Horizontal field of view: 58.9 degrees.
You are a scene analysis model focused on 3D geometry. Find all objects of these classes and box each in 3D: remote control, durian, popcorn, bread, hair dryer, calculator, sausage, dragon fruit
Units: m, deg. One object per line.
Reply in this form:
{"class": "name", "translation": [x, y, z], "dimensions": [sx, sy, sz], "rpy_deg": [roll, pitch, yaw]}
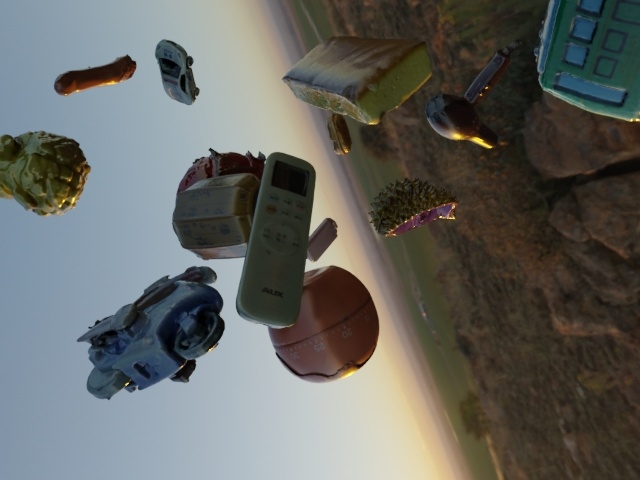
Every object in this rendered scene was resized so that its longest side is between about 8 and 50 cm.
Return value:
{"class": "remote control", "translation": [-0.060, -0.010, 0.830], "dimensions": [0.038, 0.090, 0.310], "rpy_deg": [120, 162, -50]}
{"class": "durian", "translation": [0.270, -0.114, 1.692], "dimensions": [0.186, 0.260, 0.154], "rpy_deg": [49, 155, 23]}
{"class": "popcorn", "translation": [-0.750, -0.184, 1.531], "dimensions": [0.270, 0.224, 0.258], "rpy_deg": [35, -169, 20]}
{"class": "bread", "translation": [0.048, -0.276, 1.472], "dimensions": [0.083, 0.044, 0.111], "rpy_deg": [-58, -47, -64]}
{"class": "bread", "translation": [0.051, -0.285, 0.979], "dimensions": [0.077, 0.138, 0.361], "rpy_deg": [53, 176, -29]}
{"class": "hair dryer", "translation": [0.503, -0.435, 1.687], "dimensions": [0.312, 0.340, 0.123], "rpy_deg": [11, -140, -38]}
{"class": "calculator", "translation": [0.000, 0.000, 1.959], "dimensions": [0.032, 0.175, 0.100], "rpy_deg": [25, 155, 37]}
{"class": "sausage", "translation": [-0.673, -0.493, 1.700], "dimensions": [0.304, 0.078, 0.078], "rpy_deg": [-39, -68, -46]}
{"class": "dragon fruit", "translation": [-0.272, -0.136, 1.569], "dimensions": [0.282, 0.343, 0.100], "rpy_deg": [45, 160, 13]}

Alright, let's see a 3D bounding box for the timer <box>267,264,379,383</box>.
{"class": "timer", "translation": [0.005, 0.171, 1.171], "dimensions": [0.229, 0.229, 0.215], "rpy_deg": [-83, -27, -84]}

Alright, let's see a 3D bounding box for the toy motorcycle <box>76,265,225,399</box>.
{"class": "toy motorcycle", "translation": [-0.314, 0.156, 1.072], "dimensions": [0.182, 0.319, 0.241], "rpy_deg": [39, -149, -55]}

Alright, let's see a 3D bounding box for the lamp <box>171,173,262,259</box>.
{"class": "lamp", "translation": [-0.179, -0.044, 1.089], "dimensions": [0.161, 0.185, 0.161], "rpy_deg": [26, -119, -60]}

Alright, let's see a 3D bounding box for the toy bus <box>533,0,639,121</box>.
{"class": "toy bus", "translation": [0.391, -0.327, 0.693], "dimensions": [0.183, 0.199, 0.343], "rpy_deg": [-60, -22, -28]}

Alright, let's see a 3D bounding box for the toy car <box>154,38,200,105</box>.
{"class": "toy car", "translation": [-0.370, -0.425, 1.448], "dimensions": [0.205, 0.095, 0.056], "rpy_deg": [97, -163, -66]}
